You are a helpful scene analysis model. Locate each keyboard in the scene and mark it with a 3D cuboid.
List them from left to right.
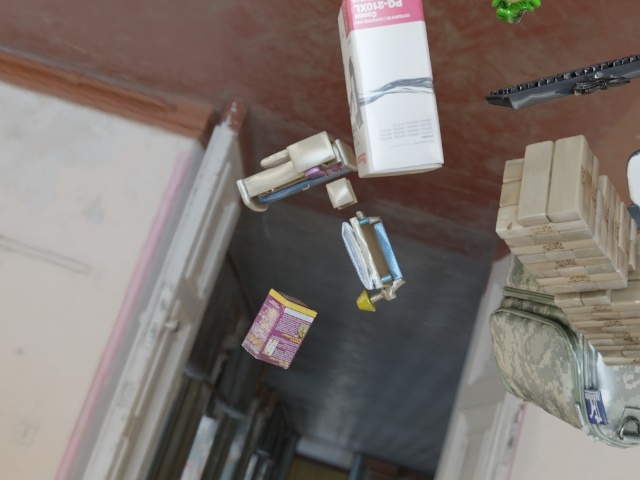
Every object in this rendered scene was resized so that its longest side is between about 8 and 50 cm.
[{"bbox_3d":[0.271,-0.168,0.923,0.180,0.023,0.108,-16,-164,-8],"label":"keyboard"}]

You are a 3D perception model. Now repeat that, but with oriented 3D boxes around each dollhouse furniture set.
[{"bbox_3d":[0.000,0.000,1.557,0.198,0.303,0.286,-22,176,11],"label":"dollhouse furniture set"}]

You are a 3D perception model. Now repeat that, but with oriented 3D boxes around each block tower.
[{"bbox_3d":[0.297,0.024,0.958,0.091,0.097,0.335,-8,144,35],"label":"block tower"}]

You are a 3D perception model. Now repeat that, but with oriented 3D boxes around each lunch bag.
[{"bbox_3d":[0.377,0.134,1.254,0.212,0.256,0.305,12,180,-13],"label":"lunch bag"}]

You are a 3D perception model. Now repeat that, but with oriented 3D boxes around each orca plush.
[{"bbox_3d":[0.652,-0.053,1.594,0.287,0.102,0.151,41,120,4],"label":"orca plush"}]

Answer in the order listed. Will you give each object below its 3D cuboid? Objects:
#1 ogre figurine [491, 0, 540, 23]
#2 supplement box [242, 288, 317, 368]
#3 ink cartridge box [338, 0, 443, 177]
[{"bbox_3d":[0.249,-0.364,1.068,0.096,0.118,0.197,16,158,37],"label":"ogre figurine"},{"bbox_3d":[-0.052,0.112,1.127,0.055,0.083,0.043,26,-177,-40],"label":"supplement box"},{"bbox_3d":[0.090,-0.206,1.194,0.100,0.237,0.172,-8,-178,-2],"label":"ink cartridge box"}]
